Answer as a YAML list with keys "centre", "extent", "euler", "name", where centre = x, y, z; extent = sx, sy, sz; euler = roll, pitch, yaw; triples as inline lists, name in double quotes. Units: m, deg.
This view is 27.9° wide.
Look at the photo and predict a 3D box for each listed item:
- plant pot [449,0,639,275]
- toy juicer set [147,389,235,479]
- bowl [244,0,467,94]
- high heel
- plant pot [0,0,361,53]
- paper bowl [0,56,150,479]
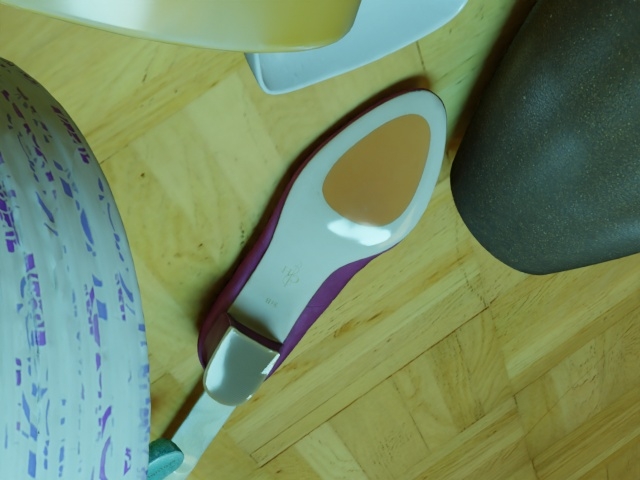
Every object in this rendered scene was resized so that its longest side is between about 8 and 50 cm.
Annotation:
- centre: [0.193, -0.080, 0.821]
  extent: [0.215, 0.215, 0.230]
  euler: [-8, 155, -42]
  name: "plant pot"
- centre: [-0.187, 0.216, 0.916]
  extent: [0.329, 0.089, 0.209]
  euler: [-19, 148, -28]
  name: "toy juicer set"
- centre: [0.016, -0.153, 0.640]
  extent: [0.142, 0.053, 0.142]
  euler: [-25, 150, -20]
  name: "bowl"
- centre: [0.000, 0.000, 0.860]
  extent: [0.244, 0.082, 0.117]
  euler: [-60, -173, 8]
  name: "high heel"
- centre: [-0.058, -0.183, 0.388]
  extent: [0.205, 0.205, 0.188]
  euler: [-5, 123, -45]
  name: "plant pot"
- centre: [-0.203, 0.060, 0.472]
  extent: [0.148, 0.284, 0.284]
  euler: [4, 132, -45]
  name: "paper bowl"
